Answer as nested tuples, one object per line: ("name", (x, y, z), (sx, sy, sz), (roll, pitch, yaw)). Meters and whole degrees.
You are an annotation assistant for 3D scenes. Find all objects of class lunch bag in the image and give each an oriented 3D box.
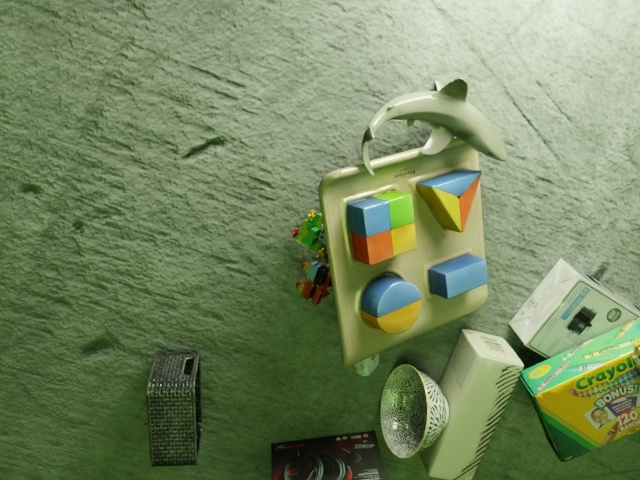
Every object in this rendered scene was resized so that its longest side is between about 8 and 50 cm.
("lunch bag", (0.080, 0.201, 1.195), (0.053, 0.083, 0.071), (-6, 109, -3))

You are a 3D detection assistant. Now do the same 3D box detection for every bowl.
("bowl", (0.188, 0.322, 1.213), (0.080, 0.170, 0.170), (10, 109, -22))

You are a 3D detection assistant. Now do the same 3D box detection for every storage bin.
("storage bin", (-0.264, 0.308, 1.180), (0.084, 0.122, 0.180), (0, 110, -5))

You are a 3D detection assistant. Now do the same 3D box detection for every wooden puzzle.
("wooden puzzle", (0.165, 0.021, 1.075), (0.322, 0.080, 0.348), (-18, 115, -27))

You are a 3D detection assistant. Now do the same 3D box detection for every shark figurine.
("shark figurine", (0.167, -0.202, 0.985), (0.278, 0.116, 0.166), (-6, 70, -26))

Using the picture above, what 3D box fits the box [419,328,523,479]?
("box", (0.280, 0.319, 1.242), (0.094, 0.113, 0.275), (14, 109, -11))

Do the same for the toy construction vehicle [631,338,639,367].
("toy construction vehicle", (0.549, 0.222, 1.064), (0.035, 0.086, 0.098), (-20, 110, 10))

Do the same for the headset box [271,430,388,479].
("headset box", (0.022, 0.493, 1.182), (0.218, 0.293, 0.110), (-7, 110, -2))

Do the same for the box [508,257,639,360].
("box", (0.530, 0.180, 1.226), (0.290, 0.087, 0.169), (31, 105, -15))

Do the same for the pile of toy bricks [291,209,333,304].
("pile of toy bricks", (0.000, 0.000, 1.117), (0.105, 0.118, 0.212), (31, 119, 21))

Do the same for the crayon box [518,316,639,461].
("crayon box", (0.522, 0.263, 1.165), (0.278, 0.081, 0.165), (-26, 110, 5))
